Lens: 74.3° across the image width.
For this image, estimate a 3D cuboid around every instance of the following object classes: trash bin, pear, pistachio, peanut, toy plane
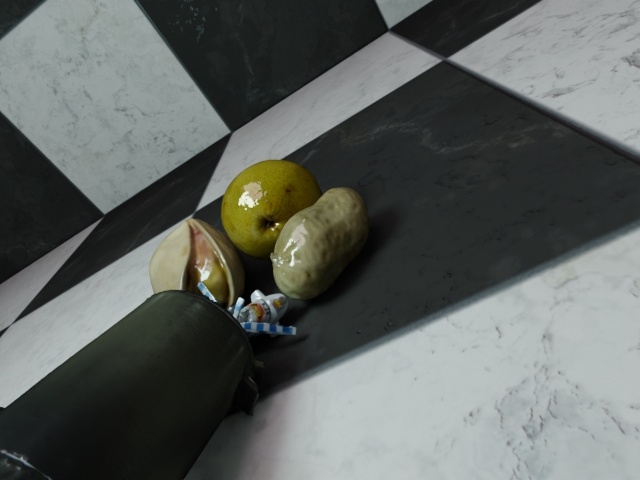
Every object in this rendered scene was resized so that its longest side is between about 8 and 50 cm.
[{"bbox_3d":[-0.234,0.212,0.499,0.301,0.252,0.202,-51,-15,-58],"label":"trash bin"},{"bbox_3d":[-0.096,-0.059,0.835,0.209,0.208,0.208,-27,28,16],"label":"pear"},{"bbox_3d":[-0.249,0.054,0.864,0.187,0.187,0.299,-40,27,-9],"label":"pistachio"},{"bbox_3d":[0.000,0.000,0.728,0.129,0.129,0.224,2,43,50],"label":"peanut"},{"bbox_3d":[-0.165,0.176,0.709,0.182,0.107,0.273,42,101,21],"label":"toy plane"}]
